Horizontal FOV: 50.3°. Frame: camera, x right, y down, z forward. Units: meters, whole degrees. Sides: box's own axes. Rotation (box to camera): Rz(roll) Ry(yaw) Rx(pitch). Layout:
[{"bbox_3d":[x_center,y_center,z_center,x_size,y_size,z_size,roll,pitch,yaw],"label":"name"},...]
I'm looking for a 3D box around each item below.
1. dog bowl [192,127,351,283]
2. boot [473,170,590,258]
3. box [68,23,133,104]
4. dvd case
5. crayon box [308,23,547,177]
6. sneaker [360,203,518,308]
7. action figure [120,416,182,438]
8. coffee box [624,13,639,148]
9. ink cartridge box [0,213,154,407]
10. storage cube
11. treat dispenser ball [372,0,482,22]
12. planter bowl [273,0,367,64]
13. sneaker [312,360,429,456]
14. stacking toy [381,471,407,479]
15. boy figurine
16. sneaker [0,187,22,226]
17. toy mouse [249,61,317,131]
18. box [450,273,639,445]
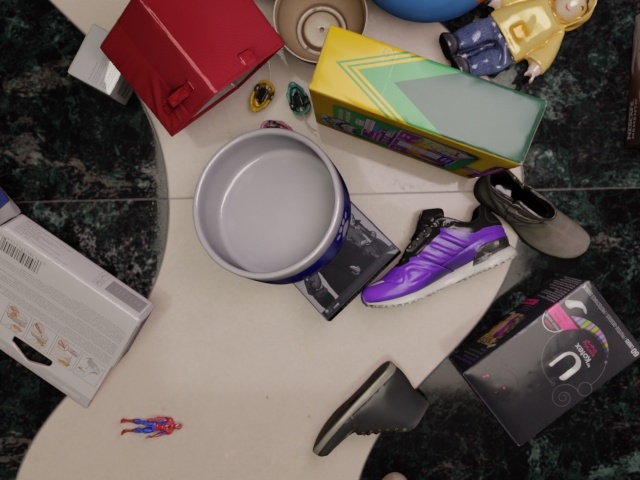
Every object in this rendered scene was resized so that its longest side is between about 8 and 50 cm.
[{"bbox_3d":[-0.082,-0.057,1.198,0.265,0.104,0.264,-3,79,15],"label":"dog bowl"},{"bbox_3d":[0.381,-0.040,1.198,0.246,0.161,0.083,33,93,0],"label":"boot"},{"bbox_3d":[-0.381,-0.315,1.233,0.087,0.101,0.102,27,91,0],"label":"box"},{"bbox_3d":[0.000,0.000,1.237,0.179,0.029,0.238,-44,70,2],"label":"dvd case"},{"bbox_3d":[0.147,-0.205,1.096,0.313,0.363,0.106,21,93,0],"label":"crayon box"},{"bbox_3d":[0.195,0.021,1.242,0.293,0.102,0.146,-22,88,-3],"label":"sneaker"},{"bbox_3d":[-0.321,0.355,1.297,0.115,0.030,0.038,-2,87,-1],"label":"action figure"},{"bbox_3d":[0.617,-0.286,1.195,0.098,0.141,0.246,4,93,1],"label":"coffee box"},{"bbox_3d":[-0.492,0.136,1.270,0.296,0.066,0.261,35,119,-2],"label":"ink cartridge box"},{"bbox_3d":[-0.215,-0.325,1.140,0.193,0.184,0.215,52,54,-10],"label":"storage cube"},{"bbox_3d":[0.181,-0.508,1.119,0.288,0.288,0.288,0,92,1],"label":"treat dispenser ball"},{"bbox_3d":[0.001,-0.386,1.218,0.162,0.109,0.162,0,92,1],"label":"planter bowl"},{"bbox_3d":[0.093,0.341,1.259,0.118,0.083,0.222,44,91,-1],"label":"sneaker"},{"bbox_3d":[0.255,0.547,1.250,0.330,0.141,0.141,23,93,-6],"label":"stacking toy"},{"bbox_3d":[0.365,-0.372,1.222,0.285,0.092,0.177,-21,89,5],"label":"boy figurine"},{"bbox_3d":[-0.647,-0.105,1.240,0.127,0.182,0.315,-19,62,0],"label":"sneaker"},{"bbox_3d":[-0.065,-0.234,1.259,0.143,0.031,0.161,27,99,9],"label":"toy mouse"},{"bbox_3d":[0.395,0.205,1.217,0.270,0.143,0.165,-39,91,3],"label":"box"}]
